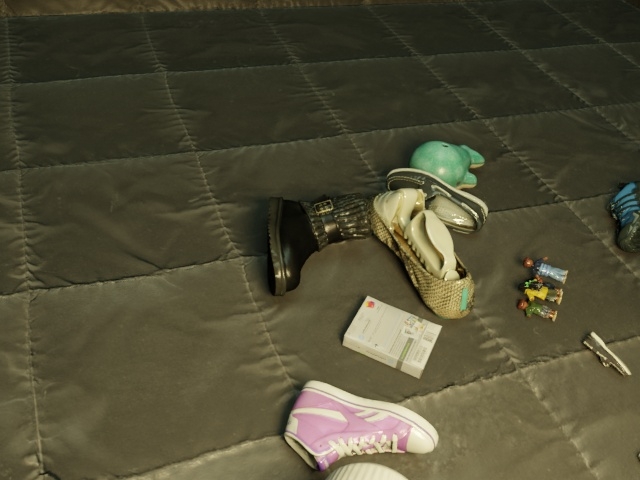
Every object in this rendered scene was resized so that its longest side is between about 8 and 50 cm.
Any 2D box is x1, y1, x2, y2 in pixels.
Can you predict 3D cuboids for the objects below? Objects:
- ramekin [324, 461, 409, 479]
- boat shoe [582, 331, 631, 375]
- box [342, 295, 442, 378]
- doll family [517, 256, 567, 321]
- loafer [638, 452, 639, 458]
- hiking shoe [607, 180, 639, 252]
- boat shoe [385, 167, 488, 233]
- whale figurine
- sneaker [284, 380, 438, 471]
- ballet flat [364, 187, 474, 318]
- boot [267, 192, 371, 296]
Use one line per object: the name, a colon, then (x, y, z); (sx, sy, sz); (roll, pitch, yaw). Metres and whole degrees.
ramekin: (0.078, 0.458, 1.060); (0.207, 0.207, 0.109); (19, 32, 12)
boat shoe: (0.654, 0.266, 1.505); (0.046, 0.038, 0.125); (27, 22, -54)
box: (0.162, 0.214, 1.477); (0.186, 0.038, 0.145); (22, 42, 13)
doll family: (0.546, 0.114, 1.640); (0.111, 0.076, 0.193); (18, 36, 17)
loafer: (0.698, 0.445, 1.305); (0.125, 0.045, 0.039); (8, 47, -5)
hiking shoe: (0.897, -0.067, 1.908); (0.132, 0.113, 0.304); (1, 37, 41)
boat shoe: (0.314, -0.111, 1.822); (0.302, 0.114, 0.091); (19, 36, 13)
whale figurine: (0.384, -0.239, 1.960); (0.272, 0.141, 0.216); (-26, 51, -35)
sneaker: (0.069, 0.380, 1.231); (0.281, 0.102, 0.161); (11, 43, 19)
ballet flat: (0.244, -0.020, 1.649); (0.163, 0.182, 0.483); (-15, 45, -17)
boot: (0.000, -0.004, 1.612); (0.259, 0.131, 0.348); (0, 41, -2)
